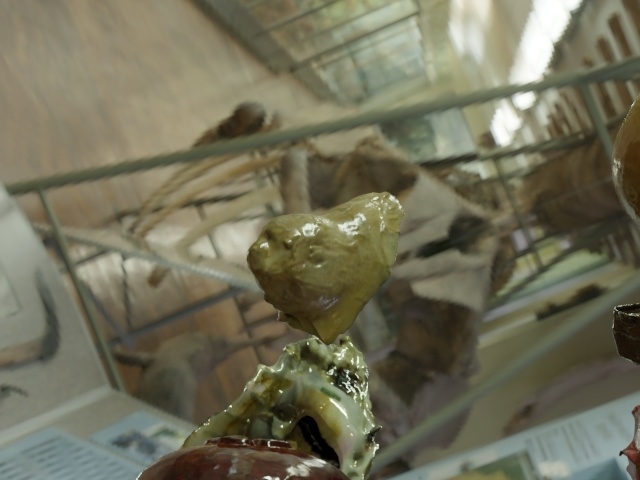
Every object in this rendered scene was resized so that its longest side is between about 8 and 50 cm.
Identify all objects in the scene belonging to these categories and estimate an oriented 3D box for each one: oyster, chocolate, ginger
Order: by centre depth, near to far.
[{"bbox_3d":[0.003,-0.001,1.348,0.115,0.193,0.122,10,-33,48],"label":"ginger"},{"bbox_3d":[-0.038,0.257,1.460,0.201,0.354,0.107,42,-38,6],"label":"oyster"},{"bbox_3d":[0.522,0.136,1.730,0.148,0.214,0.093,10,-75,60],"label":"chocolate"}]

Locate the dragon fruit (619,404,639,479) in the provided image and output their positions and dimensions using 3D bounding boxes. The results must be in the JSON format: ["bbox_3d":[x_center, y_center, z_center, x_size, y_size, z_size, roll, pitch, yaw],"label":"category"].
[{"bbox_3d":[0.464,0.212,1.374,0.205,0.268,0.210,44,12,-27],"label":"dragon fruit"}]

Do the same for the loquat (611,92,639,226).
[{"bbox_3d":[0.515,-0.104,1.599,0.275,0.274,0.275,-22,90,-84],"label":"loquat"}]

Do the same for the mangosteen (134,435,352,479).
[{"bbox_3d":[-0.059,0.272,0.888,0.215,0.215,0.258,52,37,-69],"label":"mangosteen"}]
